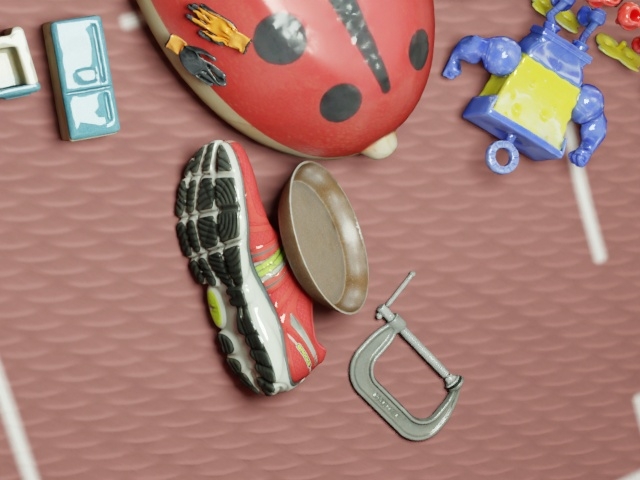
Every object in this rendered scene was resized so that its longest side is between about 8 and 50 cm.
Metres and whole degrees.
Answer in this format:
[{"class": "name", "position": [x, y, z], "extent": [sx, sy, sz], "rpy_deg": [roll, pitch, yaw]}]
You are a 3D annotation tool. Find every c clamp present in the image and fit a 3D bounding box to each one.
[{"class": "c clamp", "position": [0.104, 0.138, 1.941], "extent": [0.137, 0.022, 0.160], "rpy_deg": [-43, 109, -15]}]

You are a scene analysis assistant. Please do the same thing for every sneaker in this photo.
[{"class": "sneaker", "position": [-0.065, 0.021, 1.834], "extent": [0.118, 0.107, 0.279], "rpy_deg": [-25, 108, -38]}]

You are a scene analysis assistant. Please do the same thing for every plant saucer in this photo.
[{"class": "plant saucer", "position": [0.000, 0.000, 1.835], "extent": [0.168, 0.029, 0.168], "rpy_deg": [43, 37, -46]}]

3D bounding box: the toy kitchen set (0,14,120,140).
[{"class": "toy kitchen set", "position": [-0.287, -0.143, 1.671], "extent": [0.207, 0.166, 0.122], "rpy_deg": [-13, 99, -22]}]

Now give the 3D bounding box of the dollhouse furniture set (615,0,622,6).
[{"class": "dollhouse furniture set", "position": [0.233, -0.445, 1.903], "extent": [0.374, 0.152, 0.201], "rpy_deg": [31, 82, -5]}]

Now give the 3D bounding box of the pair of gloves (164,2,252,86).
[{"class": "pair of gloves", "position": [-0.111, -0.191, 1.710], "extent": [0.074, 0.083, 0.010], "rpy_deg": [37, 44, -1]}]

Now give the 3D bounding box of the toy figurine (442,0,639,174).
[{"class": "toy figurine", "position": [0.225, -0.180, 1.884], "extent": [0.363, 0.191, 0.217], "rpy_deg": [29, 88, -22]}]

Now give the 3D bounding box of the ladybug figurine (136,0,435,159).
[{"class": "ladybug figurine", "position": [-0.026, -0.278, 1.774], "extent": [0.305, 0.162, 0.449], "rpy_deg": [-38, 108, -16]}]
